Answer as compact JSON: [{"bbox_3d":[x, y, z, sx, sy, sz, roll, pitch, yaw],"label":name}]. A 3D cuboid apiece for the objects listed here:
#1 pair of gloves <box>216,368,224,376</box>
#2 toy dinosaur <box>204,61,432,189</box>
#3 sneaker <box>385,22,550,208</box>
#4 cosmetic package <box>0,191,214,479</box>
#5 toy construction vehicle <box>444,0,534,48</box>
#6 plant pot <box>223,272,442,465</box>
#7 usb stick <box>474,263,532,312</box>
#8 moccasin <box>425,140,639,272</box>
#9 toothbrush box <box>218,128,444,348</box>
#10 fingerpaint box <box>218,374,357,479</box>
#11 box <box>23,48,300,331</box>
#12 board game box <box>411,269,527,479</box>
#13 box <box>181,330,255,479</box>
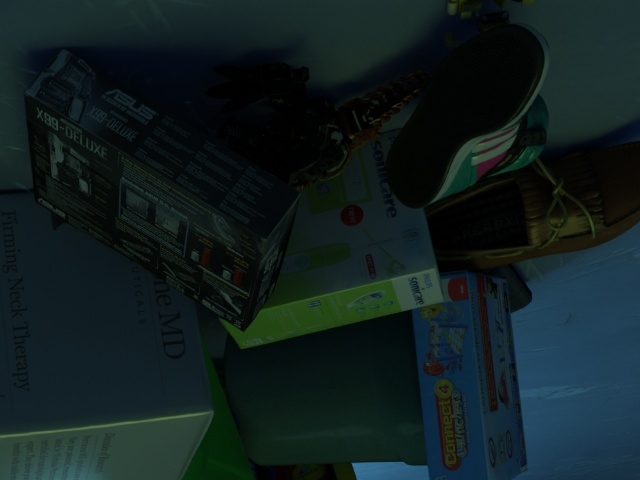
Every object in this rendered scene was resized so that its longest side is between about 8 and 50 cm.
[{"bbox_3d":[-0.258,0.256,2.292,0.204,0.042,0.240,-32,154,28],"label":"pair of gloves"},{"bbox_3d":[-0.028,-0.127,1.507,0.322,0.164,0.218,-46,161,10],"label":"toy dinosaur"},{"bbox_3d":[0.211,-0.157,1.484,0.178,0.124,0.295,-25,164,-38],"label":"sneaker"},{"bbox_3d":[-0.377,0.150,1.675,0.393,0.330,0.327,-4,154,-17],"label":"cosmetic package"},{"bbox_3d":[0.188,-0.249,1.417,0.098,0.035,0.086,-9,155,-5],"label":"toy construction vehicle"},{"bbox_3d":[0.043,0.214,2.032,0.334,0.341,0.341,-9,157,16],"label":"plant pot"},{"bbox_3d":[0.287,0.062,2.106,0.077,0.045,0.278,-18,154,15],"label":"usb stick"},{"bbox_3d":[0.304,-0.053,1.785,0.380,0.139,0.147,-13,166,25],"label":"moccasin"},{"bbox_3d":[0.000,0.000,1.663,0.283,0.206,0.122,-13,155,5],"label":"toothbrush box"},{"bbox_3d":[-0.171,0.433,2.229,0.444,0.371,0.163,-8,154,-21],"label":"fingerpaint box"},{"bbox_3d":[-0.182,-0.049,1.423,0.307,0.076,0.242,31,152,8],"label":"box"},{"bbox_3d":[0.224,0.205,1.885,0.086,0.308,0.302,-7,174,19],"label":"board game box"},{"bbox_3d":[-0.219,0.307,2.025,0.126,0.262,0.231,-15,163,-22],"label":"box"}]
